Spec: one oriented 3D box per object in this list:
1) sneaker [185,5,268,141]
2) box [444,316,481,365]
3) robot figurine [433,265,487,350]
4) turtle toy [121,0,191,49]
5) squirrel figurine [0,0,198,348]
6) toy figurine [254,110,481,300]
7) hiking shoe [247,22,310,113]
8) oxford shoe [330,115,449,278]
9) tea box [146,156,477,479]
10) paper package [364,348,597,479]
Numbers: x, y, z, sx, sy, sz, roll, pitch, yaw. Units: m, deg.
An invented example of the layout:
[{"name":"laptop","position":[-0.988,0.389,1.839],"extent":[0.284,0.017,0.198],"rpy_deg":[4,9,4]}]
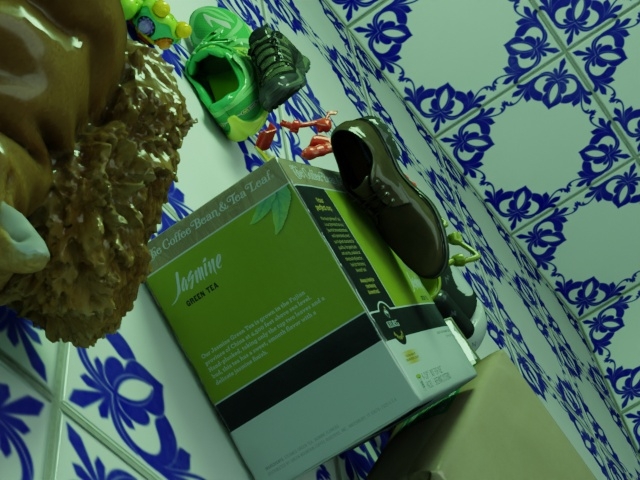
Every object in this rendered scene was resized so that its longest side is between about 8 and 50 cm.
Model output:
[{"name":"sneaker","position":[-0.163,-0.300,1.974],"extent":[0.123,0.109,0.295],"rpy_deg":[44,20,-50]},{"name":"box","position":[0.214,0.243,1.910],"extent":[0.136,0.037,0.225],"rpy_deg":[56,-27,33]},{"name":"robot figurine","position":[0.175,0.100,2.080],"extent":[0.278,0.174,0.209],"rpy_deg":[50,29,-21]},{"name":"turtle toy","position":[-0.264,-0.342,1.827],"extent":[0.130,0.066,0.095],"rpy_deg":[42,-2,-36]},{"name":"squirrel figurine","position":[-0.252,-0.068,0.960],"extent":[0.397,0.281,0.370],"rpy_deg":[40,29,-40]},{"name":"toy figurine","position":[0.032,0.006,1.761],"extent":[0.362,0.217,0.191],"rpy_deg":[45,46,19]},{"name":"hiking shoe","position":[-0.083,-0.285,1.928],"extent":[0.114,0.086,0.227],"rpy_deg":[49,17,-14]},{"name":"oxford shoe","position":[0.076,-0.046,1.464],"extent":[0.096,0.083,0.227],"rpy_deg":[-16,71,-56]},{"name":"tea box","position":[-0.006,0.095,1.457],"extent":[0.323,0.220,0.329],"rpy_deg":[61,15,11]},{"name":"paper package","position":[0.220,0.359,1.574],"extent":[0.309,0.168,0.325],"rpy_deg":[55,33,-7]}]
